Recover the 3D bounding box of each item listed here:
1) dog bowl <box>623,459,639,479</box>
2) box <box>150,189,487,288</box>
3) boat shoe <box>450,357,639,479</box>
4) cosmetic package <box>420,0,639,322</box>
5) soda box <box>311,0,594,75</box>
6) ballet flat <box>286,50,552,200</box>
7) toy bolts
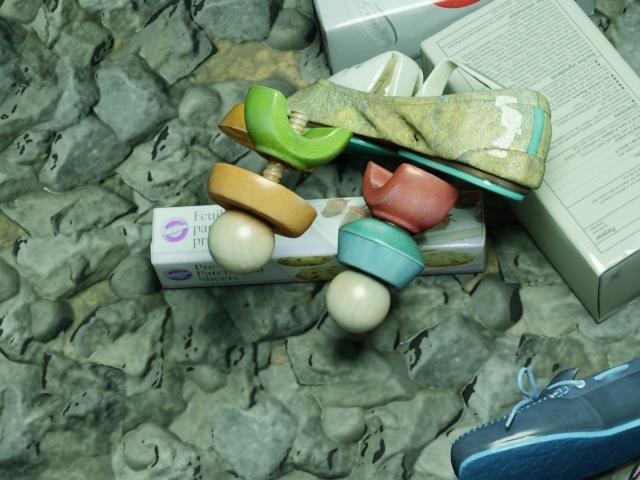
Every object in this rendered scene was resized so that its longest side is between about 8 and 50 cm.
[{"bbox_3d":[0.409,0.283,1.495,0.408,0.150,0.408,5,44,-5],"label":"dog bowl"},{"bbox_3d":[0.000,0.000,1.815,0.324,0.067,0.063,-3,63,4],"label":"box"},{"bbox_3d":[0.232,0.162,1.697,0.258,0.109,0.089,-11,53,-18],"label":"boat shoe"},{"bbox_3d":[0.244,-0.095,1.810,0.160,0.113,0.309,-29,64,-9],"label":"cosmetic package"},{"bbox_3d":[0.135,-0.259,1.917,0.286,0.098,0.091,-14,62,-1],"label":"soda box"},{"bbox_3d":[0.087,-0.122,1.773,0.348,0.123,0.123,17,61,49],"label":"ballet flat"},{"bbox_3d":[-0.013,-0.018,1.721,0.228,0.218,0.158,26,83,-17],"label":"toy bolts"}]
